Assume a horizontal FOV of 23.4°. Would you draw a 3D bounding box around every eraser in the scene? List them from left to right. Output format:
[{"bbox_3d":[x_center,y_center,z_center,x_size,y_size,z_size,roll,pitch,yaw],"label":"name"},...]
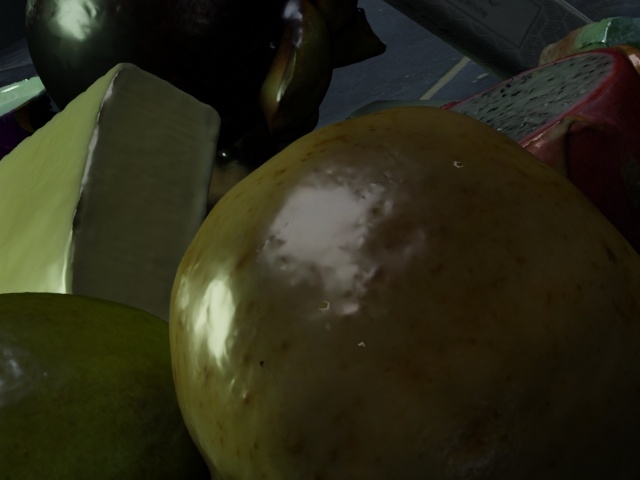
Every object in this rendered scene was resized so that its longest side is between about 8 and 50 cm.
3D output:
[{"bbox_3d":[0.107,-0.293,1.640,0.096,0.404,0.098,-63,24,-5],"label":"eraser"}]

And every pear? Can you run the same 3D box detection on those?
[{"bbox_3d":[-0.202,0.159,0.961,0.321,0.269,0.269,-22,19,-14],"label":"pear"}]

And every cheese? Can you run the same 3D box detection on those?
[{"bbox_3d":[-0.207,0.015,1.289,0.265,0.124,0.242,-27,44,50],"label":"cheese"}]

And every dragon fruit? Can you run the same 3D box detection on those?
[{"bbox_3d":[0.139,0.000,1.135,0.290,0.189,0.290,-26,13,6],"label":"dragon fruit"}]

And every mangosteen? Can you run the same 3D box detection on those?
[{"bbox_3d":[-0.109,-0.214,1.484,0.347,0.307,0.307,20,23,-3],"label":"mangosteen"}]

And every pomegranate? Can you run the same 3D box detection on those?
[{"bbox_3d":[0.060,0.068,0.868,0.307,0.307,0.307,-19,19,7],"label":"pomegranate"}]

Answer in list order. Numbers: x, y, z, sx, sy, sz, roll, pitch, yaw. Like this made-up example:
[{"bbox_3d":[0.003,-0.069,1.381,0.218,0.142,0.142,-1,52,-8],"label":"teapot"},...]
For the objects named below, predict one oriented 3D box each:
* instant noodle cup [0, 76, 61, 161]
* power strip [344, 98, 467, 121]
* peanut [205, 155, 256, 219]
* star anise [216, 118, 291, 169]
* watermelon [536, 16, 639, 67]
[{"bbox_3d":[-0.370,-0.072,1.841,0.251,0.190,0.251,-19,19,7],"label":"instant noodle cup"},{"bbox_3d":[0.120,-0.101,1.565,0.052,0.078,0.272,-30,20,-29],"label":"power strip"},{"bbox_3d":[-0.083,0.019,1.361,0.149,0.149,0.313,-24,21,-5],"label":"peanut"},{"bbox_3d":[-0.182,-0.032,1.626,0.359,0.139,0.316,-24,4,-4],"label":"star anise"},{"bbox_3d":[0.254,-0.096,1.298,0.140,0.193,0.256,-32,8,-31],"label":"watermelon"}]
